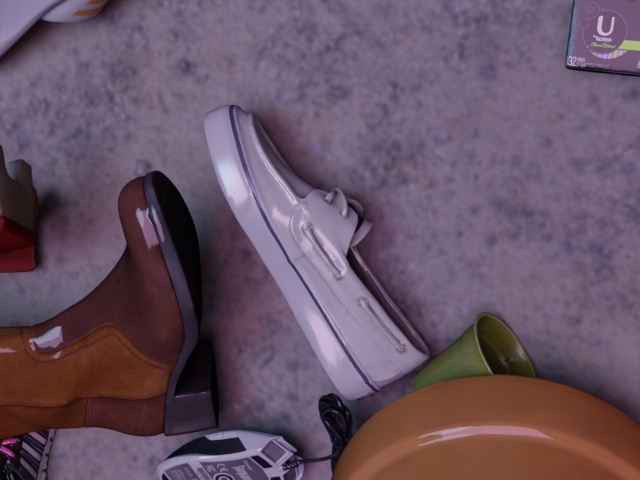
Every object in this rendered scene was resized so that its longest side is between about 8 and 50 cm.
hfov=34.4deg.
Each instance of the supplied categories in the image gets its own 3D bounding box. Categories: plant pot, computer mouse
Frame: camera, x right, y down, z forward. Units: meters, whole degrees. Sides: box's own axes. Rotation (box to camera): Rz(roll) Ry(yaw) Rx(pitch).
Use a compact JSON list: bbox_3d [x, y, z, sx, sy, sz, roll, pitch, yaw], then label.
[{"bbox_3d":[0.132,0.272,0.747,0.290,0.203,0.291,4,115,9],"label":"plant pot"},{"bbox_3d":[-0.052,0.184,0.895,0.193,0.042,0.106,-12,130,19],"label":"computer mouse"},{"bbox_3d":[0.120,0.113,0.837,0.079,0.083,0.083,-34,89,28],"label":"plant pot"}]

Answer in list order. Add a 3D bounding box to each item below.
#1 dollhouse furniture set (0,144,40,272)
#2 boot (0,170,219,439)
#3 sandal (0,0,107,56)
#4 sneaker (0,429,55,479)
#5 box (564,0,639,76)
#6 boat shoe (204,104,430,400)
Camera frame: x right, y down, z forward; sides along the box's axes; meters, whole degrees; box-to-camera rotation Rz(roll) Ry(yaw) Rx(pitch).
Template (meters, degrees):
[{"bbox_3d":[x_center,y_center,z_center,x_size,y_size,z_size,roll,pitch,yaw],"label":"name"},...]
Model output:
[{"bbox_3d":[-0.401,0.045,0.885,0.374,0.201,0.152,-10,77,8],"label":"dollhouse furniture set"},{"bbox_3d":[-0.233,0.066,0.841,0.280,0.096,0.264,-4,134,-2],"label":"boot"},{"bbox_3d":[-0.228,-0.227,0.882,0.265,0.076,0.102,-27,75,36],"label":"sandal"},{"bbox_3d":[-0.287,0.191,0.947,0.063,0.075,0.170,8,99,13],"label":"sneaker"},{"bbox_3d":[0.231,-0.156,0.780,0.083,0.052,0.062,8,100,14],"label":"box"},{"bbox_3d":[0.000,0.000,0.840,0.088,0.096,0.268,-28,91,12],"label":"boat shoe"}]
